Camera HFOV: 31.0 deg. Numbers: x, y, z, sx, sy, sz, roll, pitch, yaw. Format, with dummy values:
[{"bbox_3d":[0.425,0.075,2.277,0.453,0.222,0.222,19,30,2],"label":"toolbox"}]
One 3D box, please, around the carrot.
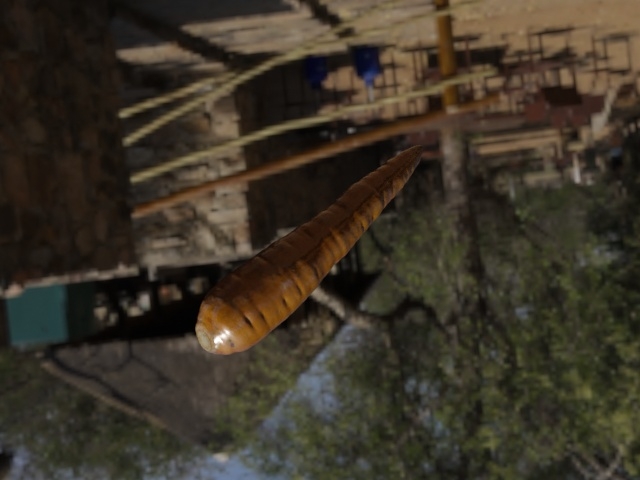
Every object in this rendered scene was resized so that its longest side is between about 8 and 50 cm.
[{"bbox_3d":[0.000,0.000,0.784,0.216,0.048,0.048,-41,-164,-22],"label":"carrot"}]
